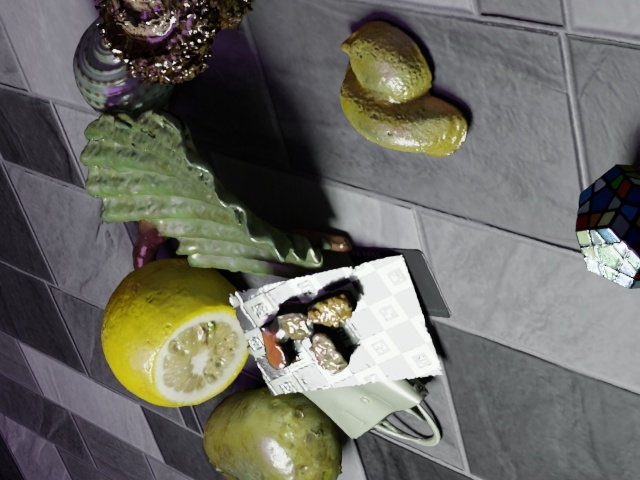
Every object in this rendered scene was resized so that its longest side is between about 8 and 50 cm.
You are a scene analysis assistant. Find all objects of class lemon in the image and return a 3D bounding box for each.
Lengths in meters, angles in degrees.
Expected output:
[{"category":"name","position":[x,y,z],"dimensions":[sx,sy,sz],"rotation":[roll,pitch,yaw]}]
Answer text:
[{"category":"lemon","position":[-0.243,0.138,2.075],"dimensions":[0.219,0.240,0.240],"rotation":[39,150,45]}]

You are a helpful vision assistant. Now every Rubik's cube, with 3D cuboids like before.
[{"category":"Rubik's cube","position":[0.323,-0.014,1.300],"dimensions":[0.112,0.133,0.133],"rotation":[33,157,-26]}]

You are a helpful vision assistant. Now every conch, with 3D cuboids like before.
[{"category":"conch","position":[-0.285,-0.233,1.827],"dimensions":[0.172,0.131,0.200],"rotation":[32,144,26]}]

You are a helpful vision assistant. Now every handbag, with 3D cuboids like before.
[{"category":"handbag","position":[0.045,0.214,1.915],"dimensions":[0.315,0.109,0.241],"rotation":[46,148,-1]}]

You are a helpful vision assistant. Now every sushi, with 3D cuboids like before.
[{"category":"sushi","position":[0.010,0.135,1.787],"dimensions":[0.279,0.043,0.192],"rotation":[-10,113,25]}]

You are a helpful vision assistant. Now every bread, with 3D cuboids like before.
[{"category":"bread","position":[0.088,-0.168,1.490],"dimensions":[0.188,0.065,0.149],"rotation":[38,142,23]}]

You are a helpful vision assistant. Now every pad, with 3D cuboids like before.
[{"category":"pad","position":[0.106,0.057,1.761],"dimensions":[0.157,0.003,0.112],"rotation":[3,125,51]}]

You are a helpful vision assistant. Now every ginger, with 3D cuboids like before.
[{"category":"ginger","position":[-0.280,-0.018,2.120],"dimensions":[0.089,0.075,0.288],"rotation":[21,135,32]}]

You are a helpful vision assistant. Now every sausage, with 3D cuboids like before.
[{"category":"sausage","position":[0.000,0.000,1.815],"dimensions":[0.116,0.026,0.026],"rotation":[10,131,46]}]

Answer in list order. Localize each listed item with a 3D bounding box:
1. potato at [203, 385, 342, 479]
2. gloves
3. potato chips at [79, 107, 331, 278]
[{"category":"potato","position":[-0.081,0.338,2.139],"dimensions":[0.307,0.173,0.210],"rotation":[-4,123,56]},{"category":"gloves","position":[-0.187,-0.345,1.572],"dimensions":[0.210,0.135,0.312],"rotation":[19,120,11]},{"category":"potato chips","position":[-0.164,-0.040,1.781],"dimensions":[0.373,0.097,0.389],"rotation":[39,160,-22]}]
